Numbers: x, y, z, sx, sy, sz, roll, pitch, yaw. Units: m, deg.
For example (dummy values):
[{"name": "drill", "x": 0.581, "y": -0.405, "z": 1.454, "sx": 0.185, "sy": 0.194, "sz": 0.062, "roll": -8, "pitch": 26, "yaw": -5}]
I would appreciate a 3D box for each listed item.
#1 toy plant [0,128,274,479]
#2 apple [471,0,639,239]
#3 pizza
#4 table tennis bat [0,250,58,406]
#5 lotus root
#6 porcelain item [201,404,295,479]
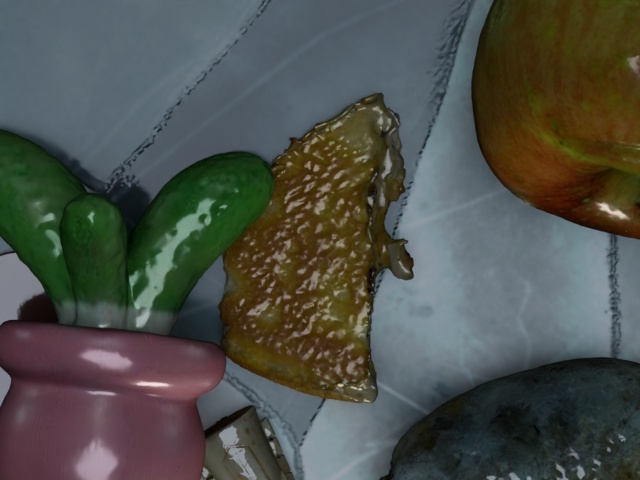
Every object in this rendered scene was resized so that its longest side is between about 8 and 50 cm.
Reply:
[{"name": "toy plant", "x": -0.214, "y": 0.078, "z": 1.499, "sx": 0.317, "sy": 0.210, "sz": 0.356, "roll": 4, "pitch": 90, "yaw": 8}, {"name": "apple", "x": 0.307, "y": -0.162, "z": 1.446, "sx": 0.340, "sy": 0.339, "sz": 0.339, "roll": 0, "pitch": 94, "yaw": -2}, {"name": "pizza", "x": 0.000, "y": 0.000, "z": 1.575, "sx": 0.189, "sy": 0.071, "sz": 0.296, "roll": 7, "pitch": 89, "yaw": 15}, {"name": "table tennis bat", "x": -0.345, "y": 0.113, "z": 1.596, "sx": 0.274, "sy": 0.021, "sz": 0.154, "roll": -27, "pitch": 95, "yaw": -2}, {"name": "lotus root", "x": 0.214, "y": 0.202, "z": 1.544, "sx": 0.350, "sy": 0.175, "sz": 0.175, "roll": -24, "pitch": 94, "yaw": -4}, {"name": "porcelain item", "x": -0.044, "y": 0.269, "z": 1.599, "sx": 0.084, "sy": 0.054, "sz": 0.213, "roll": -30, "pitch": 95, "yaw": 2}]
